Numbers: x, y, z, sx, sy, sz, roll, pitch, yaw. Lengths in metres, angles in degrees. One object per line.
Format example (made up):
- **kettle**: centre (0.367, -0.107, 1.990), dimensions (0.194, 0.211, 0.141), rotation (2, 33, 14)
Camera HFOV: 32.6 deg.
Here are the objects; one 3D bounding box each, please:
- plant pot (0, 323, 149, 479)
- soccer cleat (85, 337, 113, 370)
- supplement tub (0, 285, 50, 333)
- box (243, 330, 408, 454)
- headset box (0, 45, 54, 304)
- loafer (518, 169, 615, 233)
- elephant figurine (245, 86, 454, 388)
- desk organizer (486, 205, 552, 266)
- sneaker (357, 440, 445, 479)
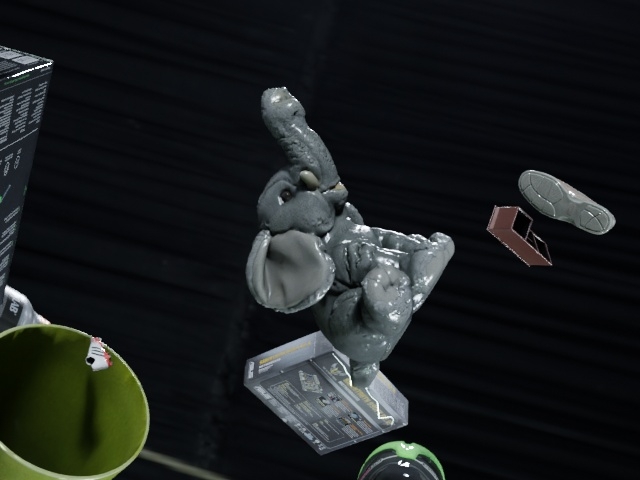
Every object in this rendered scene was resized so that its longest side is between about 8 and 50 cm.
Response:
- **plant pot**: centre (-0.452, 0.324, 1.686), dimensions (0.293, 0.274, 0.275), rotation (-51, -167, 34)
- **soccer cleat**: centre (-0.342, 0.172, 1.657), dimensions (0.083, 0.035, 0.029), rotation (40, -35, 54)
- **supplement tub**: centre (-0.664, 0.140, 1.988), dimensions (0.193, 0.316, 0.194), rotation (-39, -148, 30)
- **box**: centre (0.011, 0.255, 1.831), dimensions (0.183, 0.231, 0.056), rotation (-25, -143, 25)
- **headset box**: centre (-0.358, -0.031, 0.979), dimensions (0.246, 0.131, 0.283), rotation (-83, -171, -75)
- **loafer**: centre (0.297, -0.045, 1.319), dimensions (0.039, 0.125, 0.045), rotation (-10, 128, -60)
- **elephant figurine**: centre (0.000, 0.000, 1.101), dimensions (0.186, 0.239, 0.169), rotation (-55, 172, -14)
- **desk organizer**: centre (0.340, -0.007, 1.829), dimensions (0.050, 0.130, 0.047), rotation (0, -119, 48)
- **sneaker**: centre (0.086, 0.538, 1.594), dimensions (0.202, 0.185, 0.483), rotation (42, 50, -80)
